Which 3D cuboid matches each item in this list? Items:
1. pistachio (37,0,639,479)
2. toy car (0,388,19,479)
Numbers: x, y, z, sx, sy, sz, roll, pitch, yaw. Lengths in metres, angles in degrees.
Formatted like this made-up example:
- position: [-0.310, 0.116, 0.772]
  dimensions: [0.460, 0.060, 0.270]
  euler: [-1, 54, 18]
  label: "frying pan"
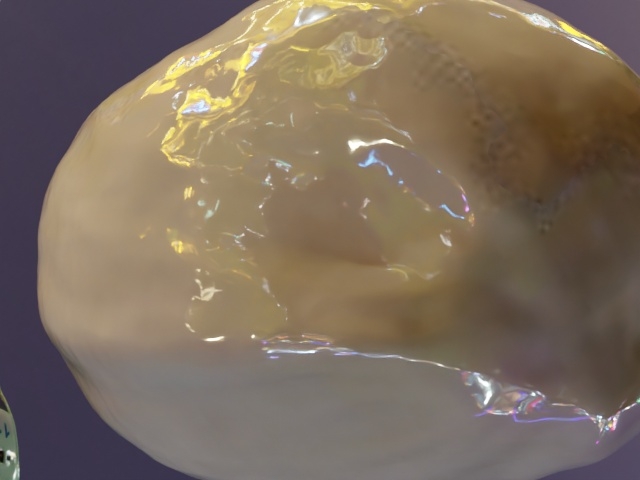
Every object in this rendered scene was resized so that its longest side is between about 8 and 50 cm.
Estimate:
- position: [0.000, 0.000, 0.443]
  dimensions: [0.226, 0.331, 0.208]
  euler: [-41, -64, -45]
  label: "pistachio"
- position: [-0.283, 0.195, 0.824]
  dimensions: [0.090, 0.076, 0.224]
  euler: [39, -143, -62]
  label: "toy car"
